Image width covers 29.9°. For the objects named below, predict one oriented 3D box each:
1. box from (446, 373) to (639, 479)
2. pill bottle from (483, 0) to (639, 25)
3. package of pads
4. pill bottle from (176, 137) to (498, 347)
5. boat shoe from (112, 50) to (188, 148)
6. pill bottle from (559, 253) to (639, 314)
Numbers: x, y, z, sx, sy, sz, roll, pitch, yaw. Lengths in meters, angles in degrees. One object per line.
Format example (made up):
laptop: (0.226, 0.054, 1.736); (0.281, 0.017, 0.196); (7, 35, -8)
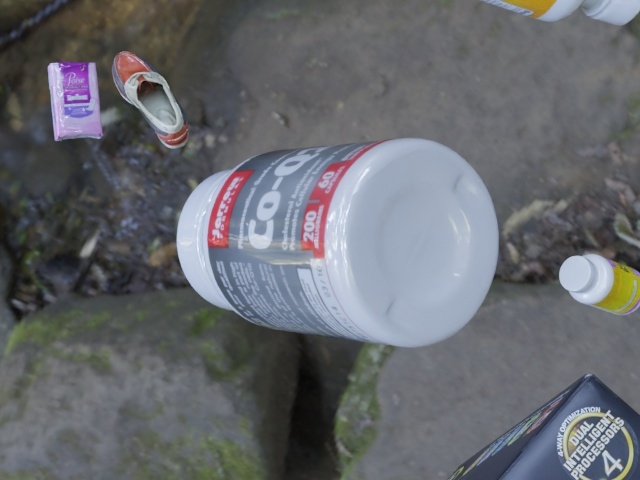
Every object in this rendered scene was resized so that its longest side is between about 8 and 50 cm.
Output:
box: (0.101, 0.296, 1.023); (0.097, 0.395, 0.318); (42, 69, 7)
pill bottle: (0.185, -0.283, 1.110); (0.136, 0.246, 0.136); (-164, 90, -79)
package of pads: (-0.260, -0.148, 1.273); (0.032, 0.050, 0.083); (169, 96, -69)
pill bottle: (0.000, 0.000, 1.015); (0.283, 0.161, 0.161); (1, 70, 56)
boat shoe: (-0.188, -0.161, 1.318); (0.049, 0.043, 0.137); (-32, 68, -9)
pill bottle: (0.240, 0.036, 1.026); (0.043, 0.083, 0.043); (-15, 67, 41)
